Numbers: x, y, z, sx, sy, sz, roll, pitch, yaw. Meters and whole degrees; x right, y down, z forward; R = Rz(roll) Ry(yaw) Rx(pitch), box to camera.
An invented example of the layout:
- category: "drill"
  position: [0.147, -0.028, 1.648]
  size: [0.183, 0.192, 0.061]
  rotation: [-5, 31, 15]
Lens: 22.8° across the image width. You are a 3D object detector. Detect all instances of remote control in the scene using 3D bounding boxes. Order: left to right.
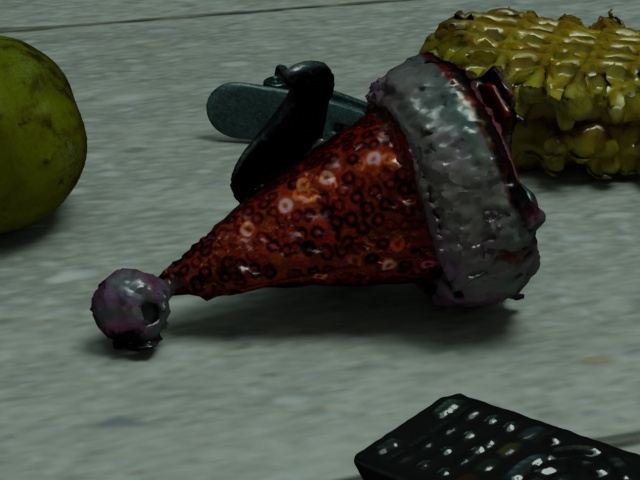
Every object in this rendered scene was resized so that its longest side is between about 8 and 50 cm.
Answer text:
- category: "remote control"
  position: [0.108, 0.099, 0.554]
  size: [0.063, 0.025, 0.245]
  rotation: [-23, 23, -33]

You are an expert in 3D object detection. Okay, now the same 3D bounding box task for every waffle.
- category: "waffle"
  position: [0.162, -0.095, 0.992]
  size: [0.197, 0.070, 0.193]
  rotation: [-17, 29, -39]

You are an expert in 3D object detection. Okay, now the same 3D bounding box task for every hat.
- category: "hat"
  position: [-0.001, -0.001, 0.765]
  size: [0.227, 0.129, 0.140]
  rotation: [-21, -14, -8]

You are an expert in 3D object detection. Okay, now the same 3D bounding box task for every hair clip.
- category: "hair clip"
  position: [0.039, -0.059, 0.943]
  size: [0.229, 0.039, 0.070]
  rotation: [21, 30, 35]

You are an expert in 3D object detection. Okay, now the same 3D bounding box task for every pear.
- category: "pear"
  position: [-0.178, -0.055, 0.849]
  size: [0.107, 0.107, 0.131]
  rotation: [14, 16, 28]
